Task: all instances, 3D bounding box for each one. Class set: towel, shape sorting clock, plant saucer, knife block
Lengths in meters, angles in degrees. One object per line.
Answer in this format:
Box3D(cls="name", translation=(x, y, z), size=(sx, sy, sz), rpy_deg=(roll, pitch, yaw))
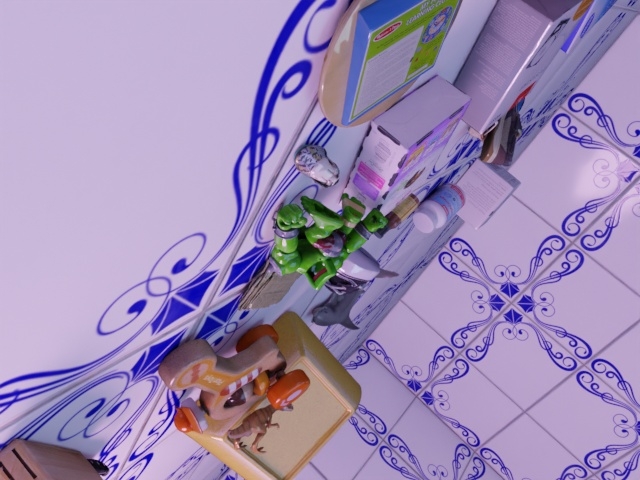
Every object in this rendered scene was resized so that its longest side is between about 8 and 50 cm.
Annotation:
Box3D(cls="towel", translation=(-0.072, 0.063, 0.889), size=(0.110, 0.027, 0.148), rpy_deg=(-51, 165, 12))
Box3D(cls="shape sorting clock", translation=(0.073, -0.202, 0.561), size=(0.206, 0.040, 0.206), rpy_deg=(-40, 164, -14))
Box3D(cls="plant saucer", translation=(-0.076, 0.374, 1.207), size=(0.333, 0.081, 0.332), rpy_deg=(-45, 123, -12))
Box3D(cls="knife block", translation=(-0.321, 0.320, 0.718), size=(0.275, 0.088, 0.242), rpy_deg=(-54, 166, 24))

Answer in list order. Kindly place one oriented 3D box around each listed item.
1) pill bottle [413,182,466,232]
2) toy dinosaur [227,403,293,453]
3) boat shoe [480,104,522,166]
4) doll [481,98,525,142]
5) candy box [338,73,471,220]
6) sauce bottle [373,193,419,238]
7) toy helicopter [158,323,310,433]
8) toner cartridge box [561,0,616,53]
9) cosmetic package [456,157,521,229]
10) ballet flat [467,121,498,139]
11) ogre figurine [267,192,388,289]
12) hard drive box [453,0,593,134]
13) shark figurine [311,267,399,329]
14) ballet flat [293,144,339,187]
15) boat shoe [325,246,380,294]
Box3D(cls="pill bottle", translation=(0.331, -0.089, 1.566), size=(0.160, 0.087, 0.087), rpy_deg=(-39, 164, -33))
Box3D(cls="toy dinosaur", translation=(-0.135, 0.356, 1.068), size=(0.211, 0.064, 0.112), rpy_deg=(-13, 120, -59))
Box3D(cls="boat shoe", translation=(0.436, -0.259, 1.316), size=(0.223, 0.073, 0.080), rpy_deg=(-65, -177, -31))
Box3D(cls="doll", translation=(0.478, -0.328, 1.421), size=(0.189, 0.046, 0.129), rpy_deg=(-57, -177, 27))
Box3D(cls="candy box", translation=(0.124, -0.130, 0.857), size=(0.165, 0.070, 0.196), rpy_deg=(-39, 164, -32))
Box3D(cls="sauce bottle", translation=(0.170, -0.056, 1.269), size=(0.128, 0.042, 0.042), rpy_deg=(-42, 165, -17))
Box3D(cls="toy helicopter", translation=(-0.176, 0.237, 0.931), size=(0.235, 0.140, 0.355), rpy_deg=(-38, 155, -3))
Box3D(cls="toner cartridge box", translation=(0.523, -0.504, 1.021), size=(0.165, 0.075, 0.348), rpy_deg=(-46, 167, -1))
Box3D(cls="cosmetic package", translation=(0.533, -0.160, 1.848), size=(0.183, 0.151, 0.151), rpy_deg=(-55, 164, 28))
Box3D(cls="ballet flat", translation=(0.378, -0.285, 1.237), size=(0.057, 0.052, 0.168), rpy_deg=(-42, 165, -21))
Box3D(cls="ogre figurine", translation=(0.000, 0.000, 0.783), size=(0.118, 0.097, 0.197), rpy_deg=(-56, 164, 27))
Box3D(cls="hard drive box", translation=(0.324, -0.316, 0.914), size=(0.181, 0.089, 0.232), rpy_deg=(-39, 164, -29))
Box3D(cls="shark figurine", translation=(0.084, 0.178, 1.511), size=(0.278, 0.116, 0.166), rpy_deg=(-37, 164, -32))
Box3D(cls="ballet flat", translation=(0.002, -0.086, 0.673), size=(0.041, 0.041, 0.114), rpy_deg=(-49, 166, 6))
Box3D(cls="boat shoe", translation=(0.048, 0.060, 1.104), size=(0.102, 0.108, 0.301), rpy_deg=(-51, 173, 5))
